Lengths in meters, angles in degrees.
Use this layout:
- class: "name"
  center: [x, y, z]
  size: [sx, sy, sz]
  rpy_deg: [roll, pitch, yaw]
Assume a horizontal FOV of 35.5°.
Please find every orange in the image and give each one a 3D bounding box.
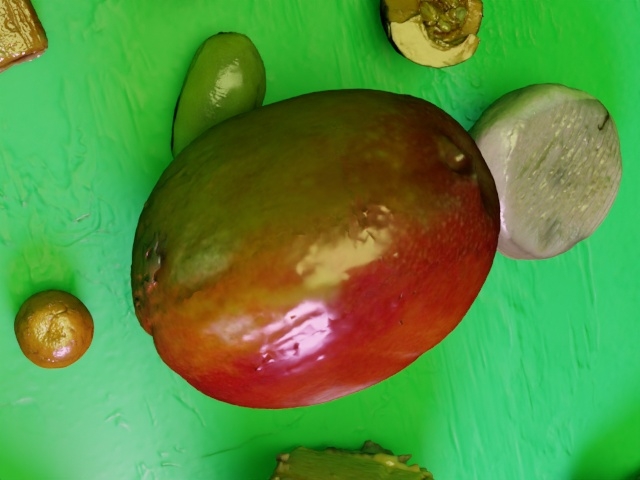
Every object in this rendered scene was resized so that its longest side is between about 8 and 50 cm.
- class: "orange"
  center: [-0.276, 0.092, 1.038]
  size: [0.083, 0.070, 0.083]
  rpy_deg: [0, 92, -10]

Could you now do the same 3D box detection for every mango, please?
- class: "mango"
  center: [-0.107, -0.139, 1.054]
  size: [0.091, 0.074, 0.165]
  rpy_deg: [12, 97, -25]

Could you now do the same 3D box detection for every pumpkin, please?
- class: "pumpkin"
  center: [0.125, -0.286, 1.094]
  size: [0.119, 0.107, 0.183]
  rpy_deg: [8, 105, -14]

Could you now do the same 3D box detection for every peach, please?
- class: "peach"
  center: [0.001, 0.002, 0.983]
  size: [0.372, 0.290, 0.372]
  rpy_deg: [-19, 151, -11]

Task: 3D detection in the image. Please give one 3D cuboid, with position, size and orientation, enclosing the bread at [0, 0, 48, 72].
- class: "bread"
  center: [-0.320, -0.232, 0.973]
  size: [0.074, 0.053, 0.132]
  rpy_deg: [-30, 108, -17]

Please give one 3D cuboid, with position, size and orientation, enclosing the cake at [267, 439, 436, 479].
- class: "cake"
  center: [0.038, 0.365, 1.112]
  size: [0.222, 0.286, 0.227]
  rpy_deg: [13, 99, 8]

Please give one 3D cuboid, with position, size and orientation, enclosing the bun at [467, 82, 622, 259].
- class: "bun"
  center: [0.249, -0.082, 1.171]
  size: [0.237, 0.116, 0.210]
  rpy_deg: [25, 88, -37]

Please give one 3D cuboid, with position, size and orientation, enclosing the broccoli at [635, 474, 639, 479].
- class: "broccoli"
  center: [0.428, 0.371, 1.309]
  size: [0.219, 0.194, 0.194]
  rpy_deg: [43, 84, 2]
